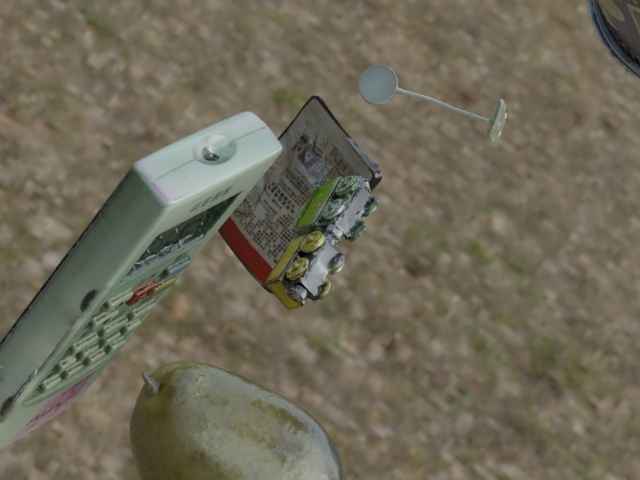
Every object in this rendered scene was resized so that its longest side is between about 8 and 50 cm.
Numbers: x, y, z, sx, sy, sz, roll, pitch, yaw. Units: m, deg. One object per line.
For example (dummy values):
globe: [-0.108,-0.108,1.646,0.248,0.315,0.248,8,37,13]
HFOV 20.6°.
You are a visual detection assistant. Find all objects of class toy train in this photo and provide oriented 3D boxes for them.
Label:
toy train: [0.000,0.000,2.085,0.060,0.081,0.202,49,49,-22]

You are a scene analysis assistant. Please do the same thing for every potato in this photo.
potato: [-0.095,0.221,1.802,0.251,0.174,0.159,43,-11,-12]

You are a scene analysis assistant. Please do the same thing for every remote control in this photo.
remote control: [-0.161,0.040,1.315,0.050,0.344,0.145,48,39,9]

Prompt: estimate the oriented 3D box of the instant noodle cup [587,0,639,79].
instant noodle cup: [0.398,-0.320,1.913,0.284,0.284,0.312,43,9,18]

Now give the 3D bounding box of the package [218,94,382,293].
package: [-0.037,-0.060,2.314,0.154,0.239,0.030,51,22,19]

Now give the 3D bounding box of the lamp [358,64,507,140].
lamp: [0.133,-0.171,2.126,0.198,0.050,0.056,19,-8,20]
